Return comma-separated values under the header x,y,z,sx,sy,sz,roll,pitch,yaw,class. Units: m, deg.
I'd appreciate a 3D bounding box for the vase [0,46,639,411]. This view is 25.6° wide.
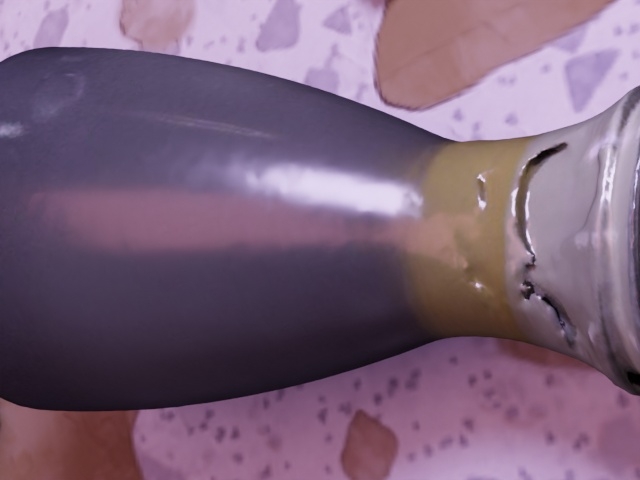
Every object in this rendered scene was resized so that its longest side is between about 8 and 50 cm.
x,y,z,sx,sy,sz,roll,pitch,yaw,class
0.000,0.000,0.597,0.321,0.173,0.173,3,82,31,vase
